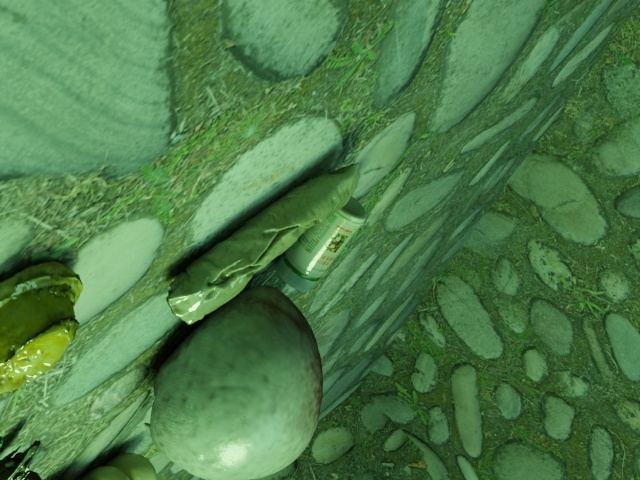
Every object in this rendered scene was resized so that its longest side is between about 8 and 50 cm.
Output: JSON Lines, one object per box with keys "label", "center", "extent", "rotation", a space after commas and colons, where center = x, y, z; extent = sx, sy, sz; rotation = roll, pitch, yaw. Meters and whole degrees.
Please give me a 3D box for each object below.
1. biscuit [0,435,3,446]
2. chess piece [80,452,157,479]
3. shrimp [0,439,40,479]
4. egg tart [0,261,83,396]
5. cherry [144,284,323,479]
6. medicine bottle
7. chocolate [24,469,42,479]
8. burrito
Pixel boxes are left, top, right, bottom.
{"label": "biscuit", "center": [-0.476, 0.298, 1.179], "extent": [0.089, 0.016, 0.046], "rotation": [-24, 155, -54]}
{"label": "chess piece", "center": [-0.424, 0.510, 1.640], "extent": [0.167, 0.167, 0.299], "rotation": [-51, 168, 21]}
{"label": "shrimp", "center": [-0.473, 0.430, 1.257], "extent": [0.296, 0.169, 0.058], "rotation": [-47, -168, 7]}
{"label": "egg tart", "center": [-0.338, 0.109, 0.953], "extent": [0.191, 0.074, 0.191], "rotation": [-40, 166, -12]}
{"label": "cherry", "center": [-0.149, 0.265, 1.517], "extent": [0.326, 0.291, 0.335], "rotation": [-20, 133, -38]}
{"label": "medicine bottle", "center": [0.000, 0.000, 1.553], "extent": [0.183, 0.086, 0.086], "rotation": [-53, 163, 24]}
{"label": "chocolate", "center": [-0.501, 0.477, 1.342], "extent": [0.214, 0.148, 0.093], "rotation": [-47, 160, -2]}
{"label": "burrito", "center": [-0.084, 0.001, 1.341], "extent": [0.392, 0.076, 0.117], "rotation": [-39, 165, -27]}
